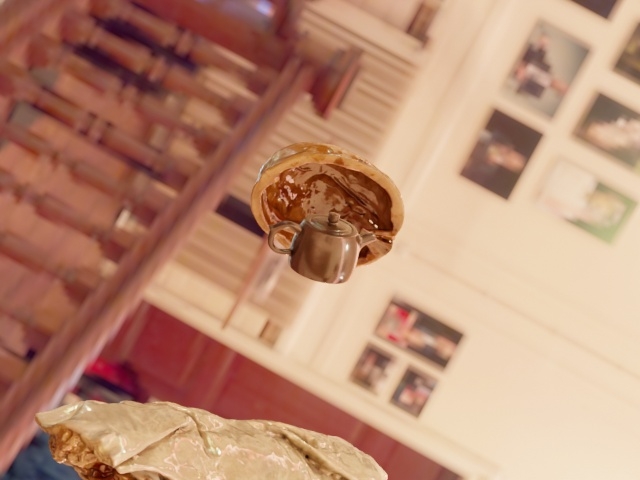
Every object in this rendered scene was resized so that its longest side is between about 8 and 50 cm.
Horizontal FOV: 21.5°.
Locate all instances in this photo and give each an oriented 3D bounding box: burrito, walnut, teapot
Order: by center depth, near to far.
[{"bbox_3d":[-0.077,0.202,1.500,0.392,0.117,0.076,15,114,-46],"label":"burrito"},{"bbox_3d":[0.000,0.000,1.843,0.076,0.121,0.068,-108,-149,-65],"label":"teapot"},{"bbox_3d":[0.008,-0.060,2.115,0.167,0.211,0.087,-39,-147,27],"label":"walnut"}]
